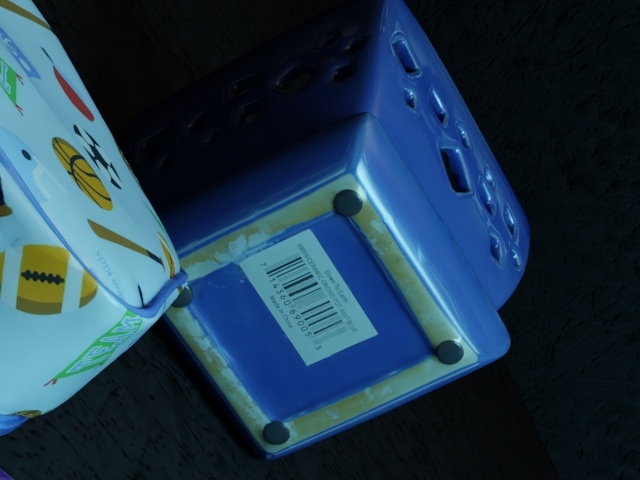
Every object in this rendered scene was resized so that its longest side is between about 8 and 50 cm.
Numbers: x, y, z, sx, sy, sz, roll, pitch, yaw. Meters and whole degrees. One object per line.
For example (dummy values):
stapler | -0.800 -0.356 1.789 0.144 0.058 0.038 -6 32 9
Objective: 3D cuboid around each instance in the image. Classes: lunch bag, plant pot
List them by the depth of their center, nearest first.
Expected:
lunch bag | -0.184 -0.064 0.757 0.303 0.115 0.243 53 6 -2
plant pot | 0.000 0.000 1.217 0.236 0.236 0.212 57 20 -23

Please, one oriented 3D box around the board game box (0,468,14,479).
board game box | -0.156 0.127 0.523 0.208 0.056 0.347 44 9 -2
